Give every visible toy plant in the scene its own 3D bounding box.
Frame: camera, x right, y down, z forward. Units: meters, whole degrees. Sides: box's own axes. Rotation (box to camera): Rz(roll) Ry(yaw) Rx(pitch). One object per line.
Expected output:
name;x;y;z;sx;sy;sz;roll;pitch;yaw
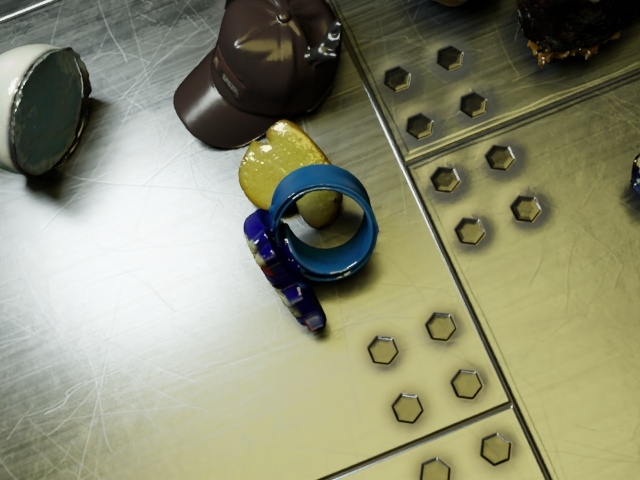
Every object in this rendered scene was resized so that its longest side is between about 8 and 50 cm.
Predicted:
toy plant;-0.587;-0.247;1.647;0.332;0.247;0.247;15;73;13

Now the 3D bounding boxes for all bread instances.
bread;-0.047;-0.098;1.624;0.149;0.065;0.188;-38;89;11

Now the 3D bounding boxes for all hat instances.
hat;-0.108;-0.316;1.625;0.336;0.209;0.238;-37;75;-6

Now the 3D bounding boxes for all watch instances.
watch;-0.005;-0.008;1.527;0.200;0.196;0.171;-34;32;9

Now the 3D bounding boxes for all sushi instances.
sushi;0.461;-0.470;1.627;0.348;0.207;0.234;-34;59;-12

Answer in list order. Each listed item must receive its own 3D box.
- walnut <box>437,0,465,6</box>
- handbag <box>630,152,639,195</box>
walnut;0.228;-0.500;1.663;0.213;0.213;0.213;-2;71;5
handbag;0.619;-0.122;1.534;0.260;0.113;0.162;-40;66;-6
